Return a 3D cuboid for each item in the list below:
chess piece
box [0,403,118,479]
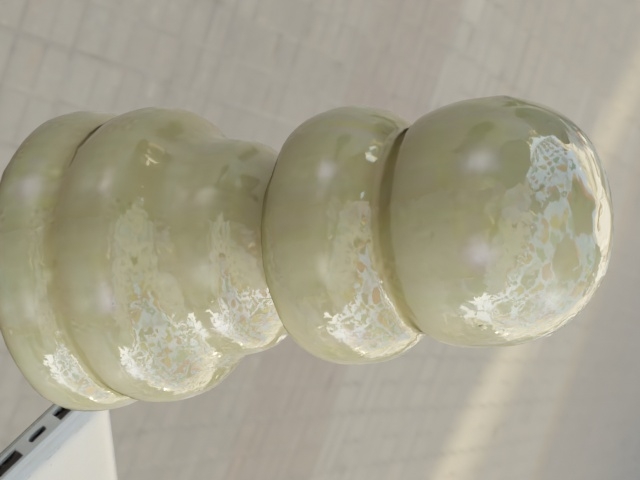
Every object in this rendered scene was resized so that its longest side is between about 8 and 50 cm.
[{"bbox_3d":[0.000,0.000,0.821,0.167,0.299,0.167,18,69,-62],"label":"chess piece"},{"bbox_3d":[-0.222,0.246,1.368,0.142,0.044,0.285,-43,151,-33],"label":"box"}]
